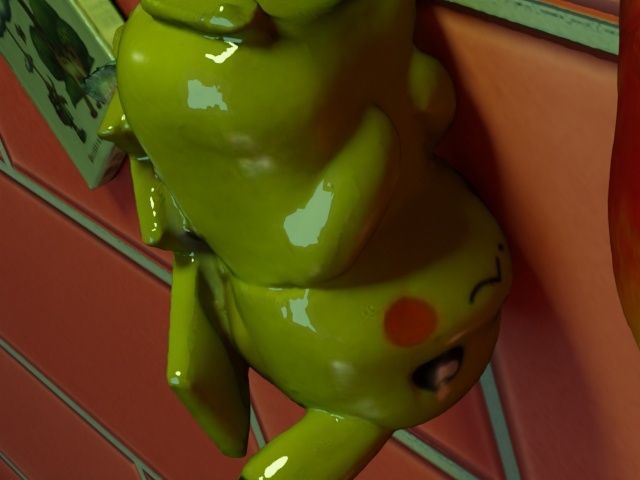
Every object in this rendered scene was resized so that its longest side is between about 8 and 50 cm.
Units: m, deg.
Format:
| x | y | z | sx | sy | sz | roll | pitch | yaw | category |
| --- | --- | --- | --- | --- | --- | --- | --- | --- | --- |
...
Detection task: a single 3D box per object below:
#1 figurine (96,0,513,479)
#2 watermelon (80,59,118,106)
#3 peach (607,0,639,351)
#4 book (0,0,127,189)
| x | y | z | sx | sy | sz | roll | pitch | yaw | category |
| --- | --- | --- | --- | --- | --- | --- | --- | --- | --- |
| -0.003 | -0.006 | 0.844 | 0.169 | 0.218 | 0.326 | -7 | 120 | 40 | figurine |
| -0.067 | -0.077 | 1.057 | 0.187 | 0.071 | 0.139 | 14 | 140 | 48 | watermelon |
| 0.212 | -0.031 | 0.336 | 0.245 | 0.248 | 0.275 | 30 | 157 | -30 | peach |
| -0.256 | -0.228 | 1.276 | 0.371 | 0.043 | 0.260 | 56 | 158 | 3 | book |
